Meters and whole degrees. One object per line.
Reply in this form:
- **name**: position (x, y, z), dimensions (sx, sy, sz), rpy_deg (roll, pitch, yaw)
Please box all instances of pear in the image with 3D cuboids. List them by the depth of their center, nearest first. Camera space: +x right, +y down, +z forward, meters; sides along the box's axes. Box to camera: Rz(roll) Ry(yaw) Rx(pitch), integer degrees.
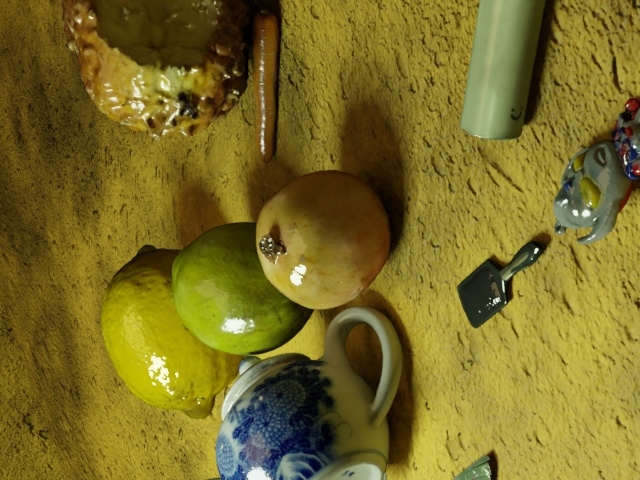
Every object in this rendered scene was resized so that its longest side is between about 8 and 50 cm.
- **pear**: position (-0.117, 0.073, 1.845), dimensions (0.269, 0.212, 0.212), rpy_deg (8, 107, 42)

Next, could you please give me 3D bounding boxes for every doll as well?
- **doll**: position (0.294, -0.069, 1.220), dimensions (0.104, 0.062, 0.194), rpy_deg (61, 140, 27)

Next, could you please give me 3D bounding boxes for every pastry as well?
- **pastry**: position (-0.252, -0.343, 1.857), dimensions (0.337, 0.292, 0.405), rpy_deg (134, 122, -78)

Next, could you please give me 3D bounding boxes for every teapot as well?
- **teapot**: position (-0.040, 0.267, 1.726), dimensions (0.424, 0.252, 0.280), rpy_deg (-50, 52, 15)

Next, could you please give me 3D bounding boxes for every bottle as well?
- **bottle**: position (0.203, -0.215, 1.317), dimensions (0.072, 0.072, 0.201), rpy_deg (41, 134, 48)

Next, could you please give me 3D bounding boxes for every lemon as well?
- **lemon**: position (-0.255, 0.159, 2.084), dimensions (0.245, 0.245, 0.319), rpy_deg (-25, 84, 60)

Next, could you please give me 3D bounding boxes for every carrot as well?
- **carrot**: position (-0.086, -0.237, 1.856), dimensions (0.043, 0.043, 0.247), rpy_deg (35, 130, 52)

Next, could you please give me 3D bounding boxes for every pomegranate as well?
- **pomegranate**: position (0.004, -0.001, 1.631), dimensions (0.191, 0.191, 0.191), rpy_deg (29, 124, 54)

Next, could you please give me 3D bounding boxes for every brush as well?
- **brush**: position (0.216, 0.046, 1.440), dimensions (0.193, 0.016, 0.063), rpy_deg (-50, 57, 55)

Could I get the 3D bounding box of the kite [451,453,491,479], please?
- **kite**: position (0.223, 0.383, 1.549), dimensions (0.250, 0.012, 0.229), rpy_deg (17, 118, 57)
